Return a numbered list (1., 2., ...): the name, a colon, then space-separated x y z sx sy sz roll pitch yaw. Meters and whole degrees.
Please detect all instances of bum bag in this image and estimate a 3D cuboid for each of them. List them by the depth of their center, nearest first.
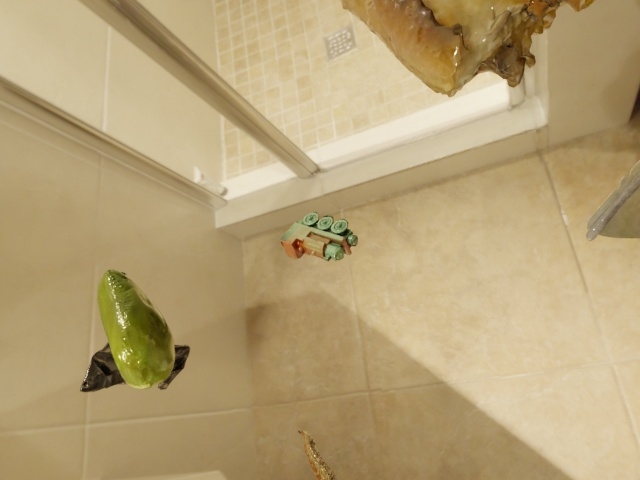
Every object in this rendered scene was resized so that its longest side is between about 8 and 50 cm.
1. bum bag: -0.380 0.268 0.983 0.060 0.248 0.123 35 94 24

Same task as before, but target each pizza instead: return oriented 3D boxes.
1. pizza: 0.112 -0.327 0.471 0.392 0.080 0.435 41 55 18

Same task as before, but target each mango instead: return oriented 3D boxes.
1. mango: -0.239 0.110 0.600 0.074 0.091 0.165 -18 72 -26

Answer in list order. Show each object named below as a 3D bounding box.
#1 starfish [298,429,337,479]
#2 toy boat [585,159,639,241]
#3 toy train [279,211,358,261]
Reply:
1. starfish: 0.049 0.444 0.596 0.084 0.301 0.293 -30 106 -7
2. toy boat: 0.581 -0.122 0.686 0.276 0.293 0.111 5 41 2
3. toy train: 0.000 0.000 1.100 0.176 0.074 0.118 20 60 39
